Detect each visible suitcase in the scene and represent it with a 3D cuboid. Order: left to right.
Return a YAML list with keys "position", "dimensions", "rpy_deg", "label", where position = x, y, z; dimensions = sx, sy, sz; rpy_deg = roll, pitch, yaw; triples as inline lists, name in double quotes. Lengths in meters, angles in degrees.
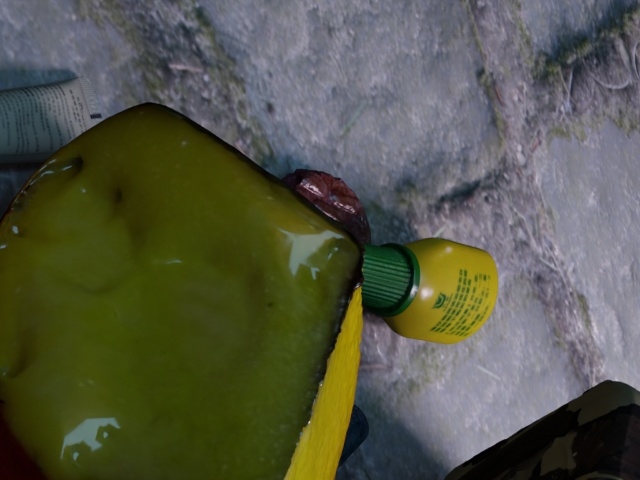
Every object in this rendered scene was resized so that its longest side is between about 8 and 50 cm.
- position: [0.224, 0.336, 1.503]
  dimensions: [0.194, 0.351, 0.339]
  rpy_deg: [31, 50, -15]
  label: "suitcase"

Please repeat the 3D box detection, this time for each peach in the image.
- position: [-0.120, 0.090, 1.266]
  dimensions: [0.306, 0.242, 0.380]
  rpy_deg: [12, 59, 1]
  label: "peach"

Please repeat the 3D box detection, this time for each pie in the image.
- position: [0.000, 0.000, 1.615]
  dimensions: [0.154, 0.036, 0.154]
  rpy_deg: [20, 63, -45]
  label: "pie"

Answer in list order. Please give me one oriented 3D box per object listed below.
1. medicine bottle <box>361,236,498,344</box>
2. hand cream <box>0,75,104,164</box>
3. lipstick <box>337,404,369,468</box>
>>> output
- position: [0.086, 0.043, 1.622]
  dimensions: [0.309, 0.076, 0.111]
  rpy_deg: [14, 98, -58]
  label: "medicine bottle"
- position: [-0.259, -0.096, 1.341]
  dimensions: [0.234, 0.050, 0.080]
  rpy_deg: [-12, 84, -56]
  label: "hand cream"
- position: [-0.032, 0.231, 1.473]
  dimensions: [0.053, 0.053, 0.234]
  rpy_deg: [60, 42, -15]
  label: "lipstick"
